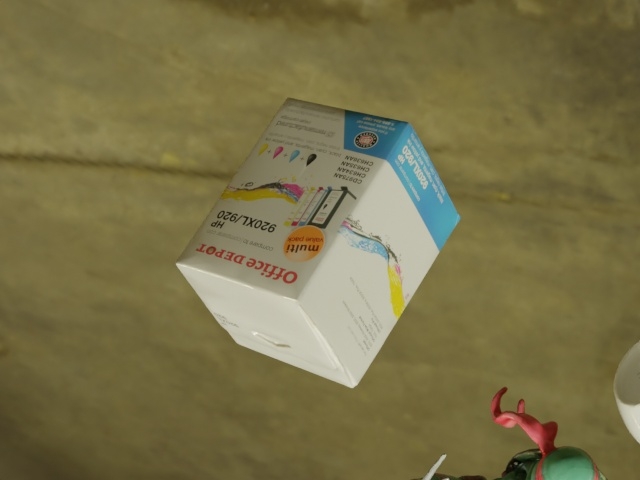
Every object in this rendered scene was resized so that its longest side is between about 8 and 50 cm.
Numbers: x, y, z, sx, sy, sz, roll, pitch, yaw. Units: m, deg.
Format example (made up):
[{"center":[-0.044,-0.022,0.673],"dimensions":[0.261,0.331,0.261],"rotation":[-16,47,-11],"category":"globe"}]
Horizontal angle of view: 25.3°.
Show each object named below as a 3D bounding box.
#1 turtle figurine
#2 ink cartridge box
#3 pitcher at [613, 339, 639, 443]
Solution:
[{"center":[0.136,0.188,0.871],"dimensions":[0.175,0.118,0.234],"rotation":[35,157,24],"category":"turtle figurine"},{"center":[0.000,0.000,1.498],"dimensions":[0.171,0.233,0.168],"rotation":[16,153,36],"category":"ink cartridge box"},{"center":[0.366,0.186,1.391],"dimensions":[0.207,0.125,0.178],"rotation":[36,132,-23],"category":"pitcher"}]
